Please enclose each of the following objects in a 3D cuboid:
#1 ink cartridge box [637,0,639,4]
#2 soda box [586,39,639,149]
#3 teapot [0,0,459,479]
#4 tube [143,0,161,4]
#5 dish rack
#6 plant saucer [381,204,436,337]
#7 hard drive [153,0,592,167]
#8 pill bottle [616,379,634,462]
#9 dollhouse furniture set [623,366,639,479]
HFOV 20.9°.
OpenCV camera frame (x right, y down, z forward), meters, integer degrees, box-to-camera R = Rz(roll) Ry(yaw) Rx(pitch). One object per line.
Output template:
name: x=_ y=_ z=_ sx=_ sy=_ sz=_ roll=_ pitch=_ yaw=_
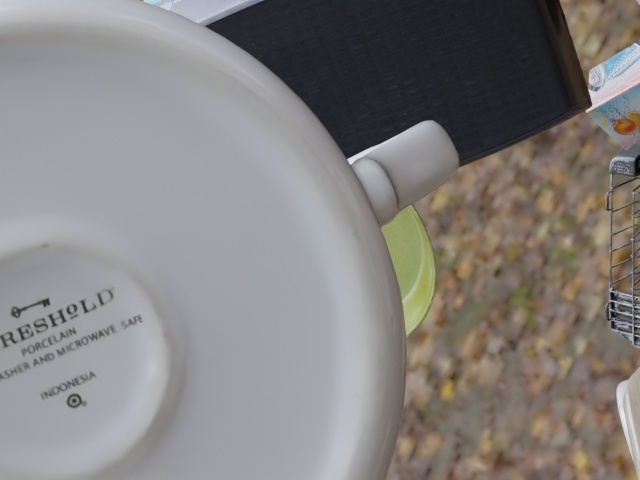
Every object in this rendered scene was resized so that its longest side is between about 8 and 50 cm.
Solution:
ink cartridge box: x=0.260 y=-0.220 z=1.170 sx=0.135 sy=0.056 sz=0.099 roll=-27 pitch=29 yaw=9
soda box: x=0.315 y=-0.151 z=1.478 sx=0.183 sy=0.058 sz=0.063 roll=-30 pitch=32 yaw=36
teapot: x=-0.098 y=0.037 z=0.593 sx=0.187 sy=0.256 sz=0.253 roll=169 pitch=120 yaw=-75
tube: x=-0.156 y=-0.207 z=1.686 sx=0.080 sy=0.052 sz=0.207 roll=30 pitch=89 yaw=43
dish rack: x=0.449 y=0.017 z=2.150 sx=0.208 sy=0.074 sz=0.272 roll=15 pitch=118 yaw=39
plant saucer: x=0.000 y=0.000 z=1.616 sx=0.241 sy=0.241 sz=0.037 roll=-46 pitch=6 yaw=42
hard drive: x=0.028 y=-0.108 z=1.089 sx=0.254 sy=0.172 sz=0.054 roll=-17 pitch=21 yaw=12
pill bottle: x=0.358 y=0.150 z=1.509 sx=0.180 sy=0.108 sz=0.108 roll=-19 pitch=36 yaw=15
dollhouse furniture set: x=0.333 y=0.197 z=1.050 sx=0.256 sy=0.394 sz=0.362 roll=-94 pitch=4 yaw=-45
